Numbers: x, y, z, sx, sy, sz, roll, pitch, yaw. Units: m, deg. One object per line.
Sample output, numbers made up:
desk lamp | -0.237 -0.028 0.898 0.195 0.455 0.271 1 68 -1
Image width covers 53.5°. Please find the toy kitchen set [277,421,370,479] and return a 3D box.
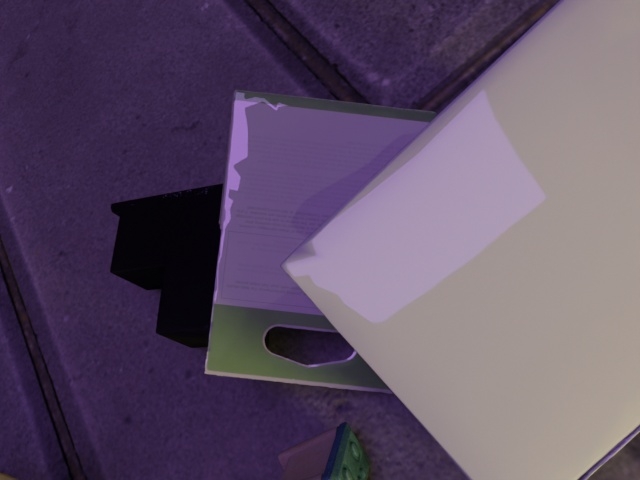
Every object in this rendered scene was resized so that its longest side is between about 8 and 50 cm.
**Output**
toy kitchen set | 0.049 0.253 0.442 0.122 0.166 0.207 -25 97 15

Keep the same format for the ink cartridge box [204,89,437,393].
ink cartridge box | 0.000 0.000 0.539 0.171 0.056 0.235 6 91 -1

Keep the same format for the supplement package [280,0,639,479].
supplement package | 0.146 0.006 0.416 0.262 0.145 0.204 -43 78 3

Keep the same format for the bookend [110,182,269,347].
bookend | -0.129 0.036 0.613 0.156 0.072 0.157 -8 65 22

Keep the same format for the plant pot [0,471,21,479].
plant pot | -0.409 0.328 0.504 0.306 0.334 0.333 -4 67 37
